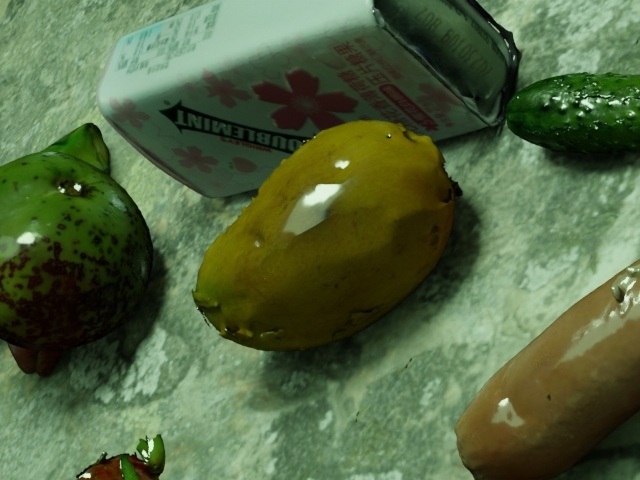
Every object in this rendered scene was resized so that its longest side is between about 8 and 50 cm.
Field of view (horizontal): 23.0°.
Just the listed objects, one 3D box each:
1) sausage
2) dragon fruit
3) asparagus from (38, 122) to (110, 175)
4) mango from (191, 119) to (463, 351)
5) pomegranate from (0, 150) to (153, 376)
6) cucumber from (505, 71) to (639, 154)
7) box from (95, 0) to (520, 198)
[{"bbox_3d":[0.260,0.033,1.049,0.419,0.094,0.094,-39,-1,20],"label":"sausage"},{"bbox_3d":[-0.167,0.266,1.324,0.142,0.138,0.175,-53,51,41],"label":"dragon fruit"},{"bbox_3d":[-0.348,-0.025,1.679,0.085,0.082,0.343,34,53,30],"label":"asparagus"},{"bbox_3d":[0.000,0.000,1.315,0.248,0.151,0.156,-34,74,19],"label":"mango"},{"bbox_3d":[-0.277,0.040,1.577,0.214,0.214,0.248,-115,34,-51],"label":"pomegranate"},{"bbox_3d":[0.240,-0.100,1.212,0.227,0.069,0.069,2,62,45],"label":"cucumber"},{"bbox_3d":[-0.017,-0.147,1.429,0.369,0.190,0.112,-12,52,43],"label":"box"}]
